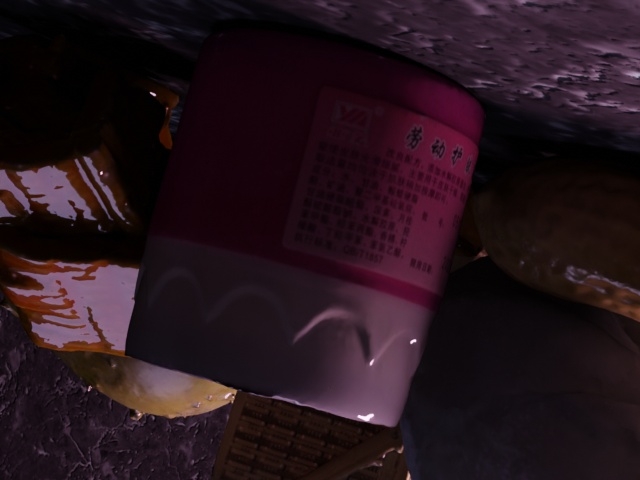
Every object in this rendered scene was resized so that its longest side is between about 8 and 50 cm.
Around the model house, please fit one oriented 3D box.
[{"bbox_3d":[-0.134,-0.026,1.002,0.219,0.199,0.229,-30,-135,-28],"label":"model house"}]

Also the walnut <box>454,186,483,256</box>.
[{"bbox_3d":[0.073,-0.036,1.054,0.121,0.052,0.091,27,168,22],"label":"walnut"}]

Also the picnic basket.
[{"bbox_3d":[0.061,0.108,1.242,0.175,0.313,0.228,16,176,20],"label":"picnic basket"}]

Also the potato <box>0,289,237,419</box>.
[{"bbox_3d":[-0.191,0.031,1.490,0.359,0.270,0.219,19,-175,23],"label":"potato"}]

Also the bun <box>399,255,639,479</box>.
[{"bbox_3d":[0.201,0.140,1.000,0.194,0.354,0.354,-34,148,25],"label":"bun"}]

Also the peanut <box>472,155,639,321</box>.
[{"bbox_3d":[0.197,0.006,0.886,0.226,0.095,0.108,15,168,24],"label":"peanut"}]

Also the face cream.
[{"bbox_3d":[-0.009,-0.005,0.845,0.175,0.195,0.175,14,175,1],"label":"face cream"}]
